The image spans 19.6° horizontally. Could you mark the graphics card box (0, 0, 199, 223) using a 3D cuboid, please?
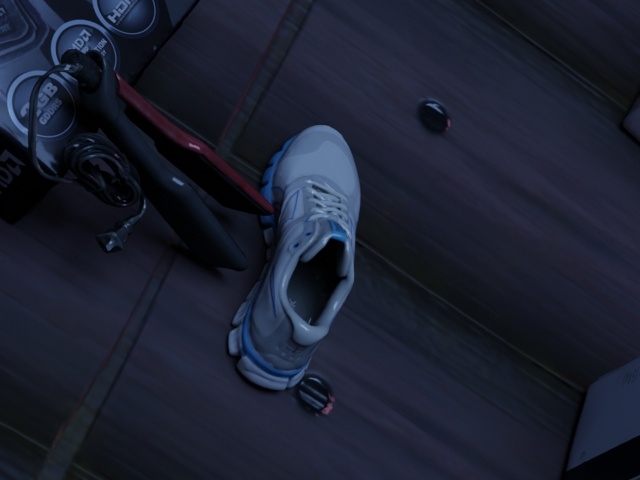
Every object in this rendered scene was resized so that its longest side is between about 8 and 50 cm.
[{"bbox_3d":[-0.254,-0.213,1.121,0.371,0.094,0.233,40,57,-9],"label":"graphics card box"}]

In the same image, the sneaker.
[{"bbox_3d":[0.000,0.000,1.183,0.071,0.083,0.191,22,56,-19],"label":"sneaker"}]

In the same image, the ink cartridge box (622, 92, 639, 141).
[{"bbox_3d":[0.466,-0.065,1.372,0.384,0.279,0.160,41,53,-8],"label":"ink cartridge box"}]

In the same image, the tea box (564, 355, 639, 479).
[{"bbox_3d":[0.304,0.211,1.107,0.220,0.329,0.324,31,54,-16],"label":"tea box"}]

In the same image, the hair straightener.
[{"bbox_3d":[-0.102,-0.034,1.087,0.230,0.047,0.089,48,59,-56],"label":"hair straightener"}]
